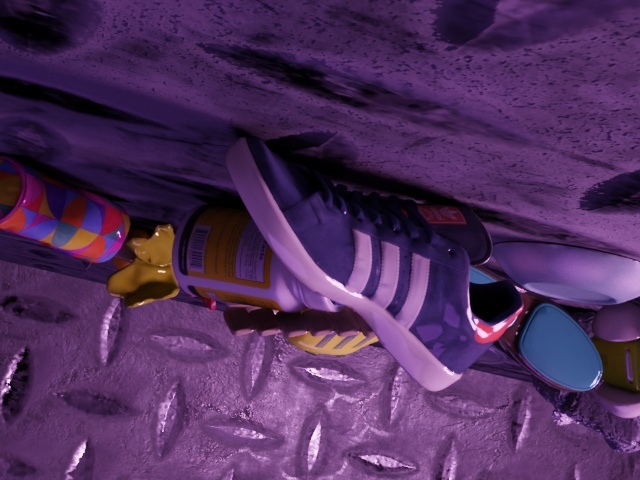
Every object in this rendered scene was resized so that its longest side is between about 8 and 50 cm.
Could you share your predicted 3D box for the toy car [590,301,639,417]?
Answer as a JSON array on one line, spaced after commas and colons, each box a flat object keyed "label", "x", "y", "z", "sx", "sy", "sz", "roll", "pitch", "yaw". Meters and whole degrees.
[{"label": "toy car", "x": 0.452, "y": 0.150, "z": 1.278, "sx": 0.182, "sy": 0.159, "sz": 0.136, "roll": 4, "pitch": -156, "yaw": 40}]

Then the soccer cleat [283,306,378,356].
[{"label": "soccer cleat", "x": 0.092, "y": 0.089, "z": 1.308, "sx": 0.289, "sy": 0.093, "sz": 0.121, "roll": -5, "pitch": 143, "yaw": -12}]

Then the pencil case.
[{"label": "pencil case", "x": -0.354, "y": -0.036, "z": 1.268, "sx": 0.104, "sy": 0.105, "sz": 0.236, "roll": 8, "pitch": 169, "yaw": 24}]

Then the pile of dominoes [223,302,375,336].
[{"label": "pile of dominoes", "x": 0.004, "y": 0.085, "z": 1.217, "sx": 0.251, "sy": 0.040, "sz": 0.196, "roll": -1, "pitch": -156, "yaw": 10}]

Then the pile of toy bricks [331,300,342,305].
[{"label": "pile of toy bricks", "x": 0.064, "y": 0.018, "z": 1.085, "sx": 0.212, "sy": 0.118, "sz": 0.105, "roll": 7, "pitch": -147, "yaw": -46}]

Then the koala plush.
[{"label": "koala plush", "x": 0.422, "y": 0.207, "z": 1.499, "sx": 0.203, "sy": 0.196, "sz": 0.221, "roll": 22, "pitch": 174, "yaw": 14}]

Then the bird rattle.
[{"label": "bird rattle", "x": -0.272, "y": 0.022, "z": 1.585, "sx": 0.206, "sy": 0.143, "sz": 0.253, "roll": 22, "pitch": -173, "yaw": 17}]

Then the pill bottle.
[{"label": "pill bottle", "x": -0.065, "y": 0.024, "z": 1.169, "sx": 0.208, "sy": 0.119, "sz": 0.119, "roll": 8, "pitch": 170, "yaw": 27}]

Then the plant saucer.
[{"label": "plant saucer", "x": 0.285, "y": 0.043, "z": 1.088, "sx": 0.194, "sy": 0.038, "sz": 0.195, "roll": 12, "pitch": 172, "yaw": 2}]

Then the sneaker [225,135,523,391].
[{"label": "sneaker", "x": 0.064, "y": -0.004, "z": 0.895, "sx": 0.350, "sy": 0.148, "sz": 0.131, "roll": 42, "pitch": -163, "yaw": -35}]

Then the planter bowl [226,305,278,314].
[{"label": "planter bowl", "x": -0.095, "y": 0.074, "z": 1.558, "sx": 0.162, "sy": 0.109, "sz": 0.162, "roll": 12, "pitch": 170, "yaw": 2}]

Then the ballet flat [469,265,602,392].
[{"label": "ballet flat", "x": 0.247, "y": 0.099, "z": 1.250, "sx": 0.280, "sy": 0.095, "sz": 0.096, "roll": 36, "pitch": 174, "yaw": -18}]

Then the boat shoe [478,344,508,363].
[{"label": "boat shoe", "x": 0.217, "y": 0.142, "z": 1.615, "sx": 0.114, "sy": 0.091, "sz": 0.302, "roll": 42, "pitch": 158, "yaw": -31}]
